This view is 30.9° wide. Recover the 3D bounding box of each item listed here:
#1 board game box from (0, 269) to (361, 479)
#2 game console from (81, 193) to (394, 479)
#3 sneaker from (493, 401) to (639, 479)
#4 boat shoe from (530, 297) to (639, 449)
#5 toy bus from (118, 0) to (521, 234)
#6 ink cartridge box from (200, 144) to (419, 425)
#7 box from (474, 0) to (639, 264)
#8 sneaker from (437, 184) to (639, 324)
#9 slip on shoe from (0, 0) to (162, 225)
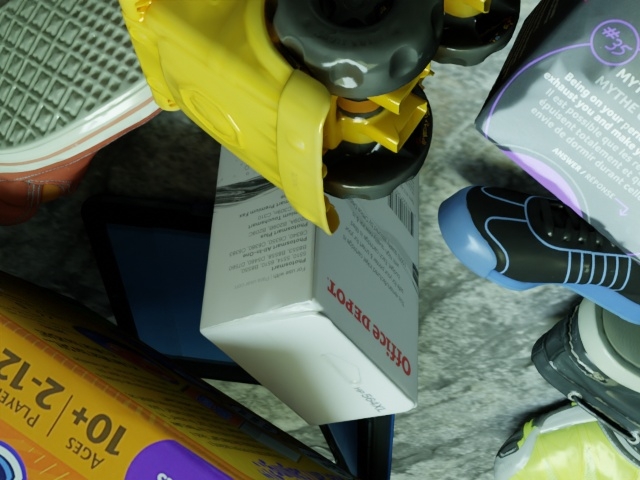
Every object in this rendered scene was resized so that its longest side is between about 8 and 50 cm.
[{"bbox_3d":[-0.212,0.247,0.827,0.356,0.356,0.356,29,176,20],"label":"board game box"},{"bbox_3d":[-0.064,0.109,0.979,0.173,0.250,0.293,-20,148,-11],"label":"game console"},{"bbox_3d":[0.366,0.246,1.144,0.385,0.147,0.145,0,147,9],"label":"sneaker"},{"bbox_3d":[0.327,0.154,1.032,0.340,0.127,0.113,26,142,-26],"label":"boat shoe"},{"bbox_3d":[-0.009,-0.148,0.600,0.211,0.220,0.149,32,163,16],"label":"toy bus"},{"bbox_3d":[0.000,0.000,0.770,0.086,0.203,0.148,-14,141,25],"label":"ink cartridge box"},{"bbox_3d":[0.225,-0.120,0.538,0.165,0.143,0.270,39,127,-5],"label":"box"},{"bbox_3d":[0.200,-0.003,0.861,0.232,0.081,0.090,16,142,-29],"label":"sneaker"},{"bbox_3d":[-0.190,-0.078,0.766,0.331,0.123,0.101,-22,151,39],"label":"slip on shoe"}]
